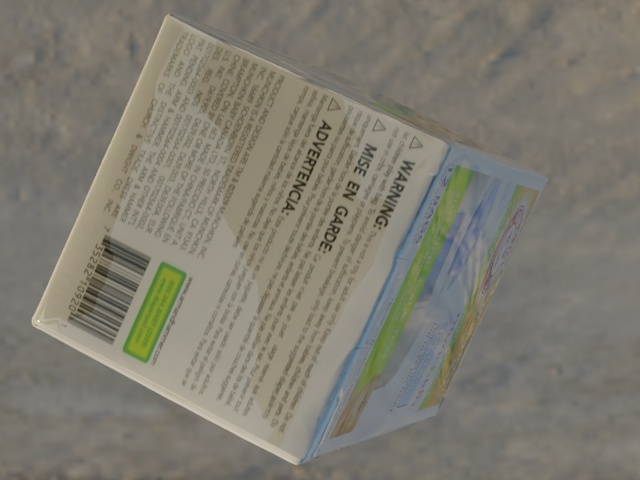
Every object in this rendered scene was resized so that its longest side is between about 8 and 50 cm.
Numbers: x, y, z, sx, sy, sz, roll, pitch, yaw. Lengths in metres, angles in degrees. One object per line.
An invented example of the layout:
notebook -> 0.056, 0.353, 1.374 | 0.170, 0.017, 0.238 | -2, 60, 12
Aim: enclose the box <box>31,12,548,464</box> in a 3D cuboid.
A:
box -> 0.000, 0.000, 0.664 | 0.103, 0.114, 0.203 | 26, -175, 14
